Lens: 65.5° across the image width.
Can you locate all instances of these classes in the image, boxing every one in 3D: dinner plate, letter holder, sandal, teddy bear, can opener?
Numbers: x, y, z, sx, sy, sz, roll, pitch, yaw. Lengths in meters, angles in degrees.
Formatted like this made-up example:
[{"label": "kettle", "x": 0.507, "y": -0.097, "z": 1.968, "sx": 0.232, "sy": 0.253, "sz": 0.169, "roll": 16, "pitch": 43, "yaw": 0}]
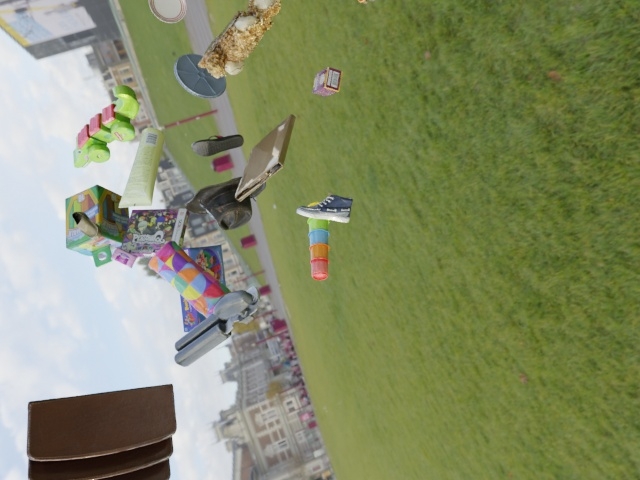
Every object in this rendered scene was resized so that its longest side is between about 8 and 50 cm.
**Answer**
[{"label": "dinner plate", "x": -0.586, "y": -0.905, "z": 1.906, "sx": 0.017, "sy": 0.141, "sz": 0.141, "roll": 10, "pitch": 121, "yaw": 63}, {"label": "letter holder", "x": -0.489, "y": 0.469, "z": 1.127, "sx": 0.152, "sy": 0.301, "sz": 0.215, "roll": -52, "pitch": 45, "yaw": 50}, {"label": "sandal", "x": -0.352, "y": -0.332, "z": 1.700, "sx": 0.067, "sy": 0.179, "sz": 0.040, "roll": 101, "pitch": 147, "yaw": -50}, {"label": "teddy bear", "x": -0.219, "y": -0.554, "z": 1.387, "sx": 0.113, "sy": 0.338, "sz": 0.245, "roll": 36, "pitch": -131, "yaw": -25}, {"label": "can opener", "x": -0.245, "y": 0.191, "z": 1.141, "sx": 0.093, "sy": 0.280, "sz": 0.074, "roll": 34, "pitch": -153, "yaw": -34}]

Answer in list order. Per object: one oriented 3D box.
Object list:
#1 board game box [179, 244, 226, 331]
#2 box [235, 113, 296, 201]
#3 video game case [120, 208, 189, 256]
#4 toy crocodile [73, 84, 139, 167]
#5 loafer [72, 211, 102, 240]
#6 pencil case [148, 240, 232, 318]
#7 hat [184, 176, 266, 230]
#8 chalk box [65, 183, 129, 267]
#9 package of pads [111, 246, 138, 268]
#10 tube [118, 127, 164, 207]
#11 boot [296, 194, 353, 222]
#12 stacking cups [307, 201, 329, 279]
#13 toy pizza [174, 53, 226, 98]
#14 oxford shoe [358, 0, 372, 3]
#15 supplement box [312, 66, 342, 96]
[{"label": "board game box", "x": -0.504, "y": 0.200, "z": 2.146, "sx": 0.233, "sy": 0.078, "sz": 0.348, "roll": -6, "pitch": -90, "yaw": -67}, {"label": "box", "x": -0.132, "y": -0.205, "z": 1.217, "sx": 0.021, "sy": 0.164, "sz": 0.201, "roll": 38, "pitch": -141, "yaw": -26}, {"label": "video game case", "x": -0.645, "y": -0.031, "z": 1.945, "sx": 0.042, "sy": 0.231, "sz": 0.210, "roll": 82, "pitch": -171, "yaw": -56}, {"label": "toy crocodile", "x": -0.652, "y": -0.332, "z": 1.492, "sx": 0.105, "sy": 0.340, "sz": 0.115, "roll": 20, "pitch": -131, "yaw": -50}, {"label": "loafer", "x": -0.827, "y": -0.052, "z": 1.752, "sx": 0.148, "sy": 0.056, "sz": 0.050, "roll": 35, "pitch": -179, "yaw": 22}, {"label": "pencil case", "x": -0.326, "y": 0.107, "z": 1.274, "sx": 0.236, "sy": 0.104, "sz": 0.104, "roll": 42, "pitch": 169, "yaw": 3}, {"label": "hat", "x": -0.333, "y": -0.116, "z": 1.845, "sx": 0.331, "sy": 0.331, "sz": 0.134, "roll": 114, "pitch": 136, "yaw": -77}, {"label": "chalk box", "x": -0.888, "y": -0.042, "z": 1.992, "sx": 0.179, "sy": 0.180, "sz": 0.289, "roll": 36, "pitch": -143, "yaw": -62}, {"label": "package of pads", "x": -0.726, "y": 0.065, "z": 1.843, "sx": 0.083, "sy": 0.050, "sz": 0.032, "roll": 28, "pitch": 172, "yaw": -13}, {"label": "tube", "x": -0.472, "y": -0.191, "z": 1.333, "sx": 0.070, "sy": 0.062, "sz": 0.240, "roll": -30, "pitch": 48, "yaw": 44}, {"label": "boot", "x": 0.016, "y": -0.118, "z": 1.689, "sx": 0.069, "sy": 0.189, "sz": 0.086, "roll": -140, "pitch": 59, "yaw": -66}, {"label": "stacking cups", "x": 0.000, "y": 0.000, "z": 1.971, "sx": 0.096, "sy": 0.095, "sz": 0.317, "roll": 85, "pitch": -179, "yaw": -59}, {"label": "toy pizza", "x": -0.453, "y": -0.613, "z": 1.871, "sx": 0.032, "sy": 0.201, "sz": 0.201, "roll": -38, "pitch": 71, "yaw": 49}, {"label": "oxford shoe", "x": 0.084, "y": -0.596, "z": 1.095, "sx": 0.129, "sy": 0.363, "sz": 0.133, "roll": 7, "pitch": 118, "yaw": 53}, {"label": "supplement box", "x": 0.018, "y": -0.413, "z": 1.299, "sx": 0.083, "sy": 0.043, "sz": 0.055, "roll": 9, "pitch": 90, "yaw": 65}]
